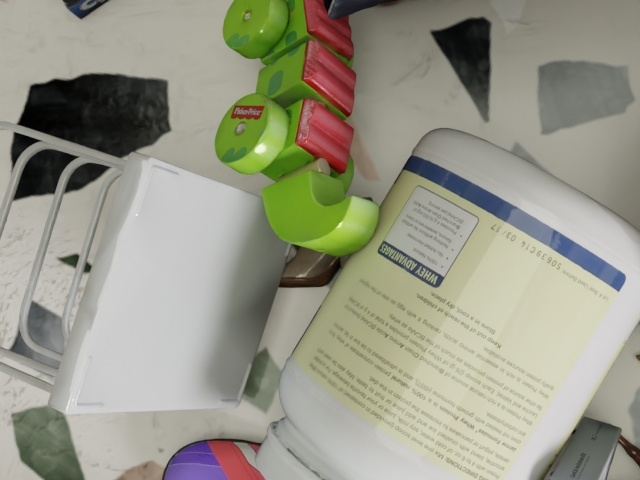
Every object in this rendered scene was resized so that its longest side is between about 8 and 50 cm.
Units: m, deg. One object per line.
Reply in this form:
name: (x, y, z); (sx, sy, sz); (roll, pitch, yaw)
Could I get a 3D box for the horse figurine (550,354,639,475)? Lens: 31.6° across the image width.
horse figurine: (0.335, 0.182, 1.010); (0.174, 0.066, 0.263); (36, 95, 14)

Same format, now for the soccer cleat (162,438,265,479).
soccer cleat: (-0.003, 0.274, 1.020); (0.318, 0.116, 0.108); (27, 91, 7)

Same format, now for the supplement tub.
supplement tub: (0.111, 0.096, 0.955); (0.235, 0.235, 0.325); (31, 92, 7)

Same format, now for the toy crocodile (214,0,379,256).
toy crocodile: (-0.014, -0.136, 0.988); (0.105, 0.115, 0.340); (-26, 49, 33)

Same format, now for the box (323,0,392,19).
box: (0.183, -0.467, 0.838); (0.472, 0.297, 0.480); (-13, 91, -1)

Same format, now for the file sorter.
file sorter: (-0.170, 0.025, 0.956); (0.173, 0.278, 0.193); (18, 90, 23)

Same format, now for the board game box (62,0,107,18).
board game box: (-0.236, -0.365, 1.112); (0.165, 0.042, 0.243); (-33, 84, 5)

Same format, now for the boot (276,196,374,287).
boot: (0.000, 0.000, 1.073); (0.118, 0.042, 0.087); (-1, 81, 7)

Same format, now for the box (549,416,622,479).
box: (0.203, 0.261, 0.954); (0.038, 0.145, 0.186); (16, 110, 21)
